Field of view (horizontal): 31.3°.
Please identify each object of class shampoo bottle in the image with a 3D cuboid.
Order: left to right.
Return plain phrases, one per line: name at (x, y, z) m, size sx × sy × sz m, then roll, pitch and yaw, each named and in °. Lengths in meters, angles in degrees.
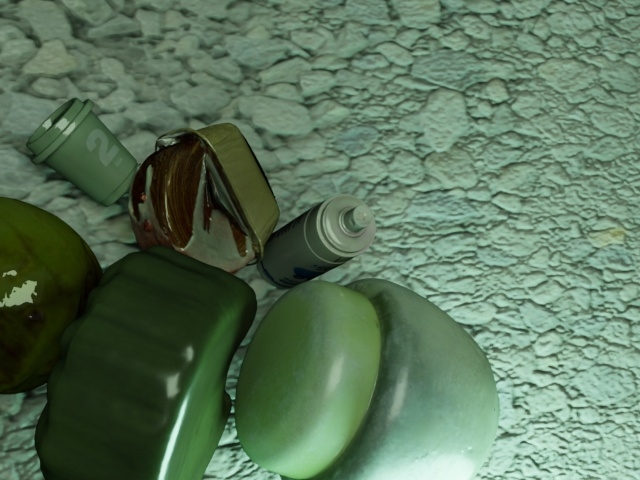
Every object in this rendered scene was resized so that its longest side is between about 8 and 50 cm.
shampoo bottle at (0.000, 0.000, 1.592) m, size 0.092 × 0.303 × 0.092 m, roll 5°, pitch 77°, yaw -22°
shampoo bottle at (0.066, 0.217, 1.561) m, size 0.317 × 0.322 × 0.322 m, roll 22°, pitch 70°, yaw -27°

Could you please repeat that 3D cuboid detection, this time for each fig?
fig at (-0.412, 0.059, 1.465) m, size 0.239 × 0.239 × 0.271 m, roll -35°, pitch 67°, yaw -25°

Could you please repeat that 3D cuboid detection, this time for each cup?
cup at (-0.329, -0.118, 1.602) m, size 0.141 × 0.120 × 0.120 m, roll 48°, pitch 65°, yaw -19°

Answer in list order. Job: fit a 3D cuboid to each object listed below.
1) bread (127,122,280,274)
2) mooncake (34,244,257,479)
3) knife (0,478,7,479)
bread at (-0.162, -0.049, 1.607) m, size 0.212 × 0.142 × 0.224 m, roll -45°, pitch 115°, yaw -43°
mooncake at (-0.220, 0.189, 1.432) m, size 0.187 × 0.351 × 0.351 m, roll 21°, pitch 69°, yaw 7°
knife at (-0.512, 0.301, 1.476) m, size 0.244 × 0.032 × 0.058 m, roll 27°, pitch 65°, yaw -18°
